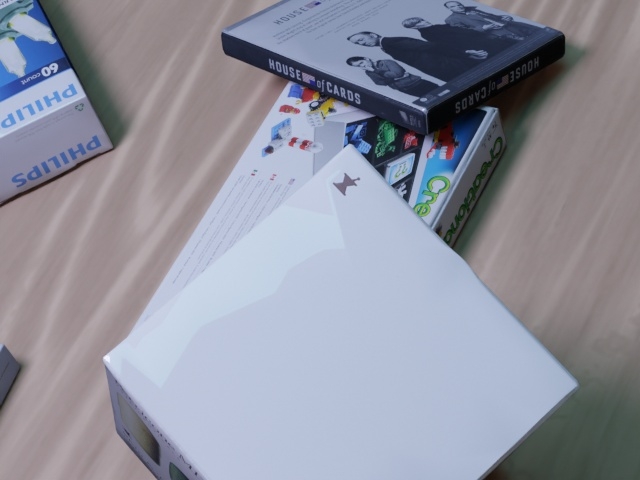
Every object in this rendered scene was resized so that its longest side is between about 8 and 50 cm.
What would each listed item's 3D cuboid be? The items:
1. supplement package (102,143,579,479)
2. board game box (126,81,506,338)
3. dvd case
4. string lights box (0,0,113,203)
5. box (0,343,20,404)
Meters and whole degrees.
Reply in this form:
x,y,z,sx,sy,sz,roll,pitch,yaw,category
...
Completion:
x,y,z,sx,sy,sz,roll,pitch,yaw,category
0.001,0.108,1.032,0.198,0.263,0.199,-41,82,-15,supplement package
0.000,0.000,1.297,0.193,0.053,0.305,15,59,27,board game box
0.060,-0.169,1.382,0.238,0.029,0.179,26,43,38,dvd case
-0.303,-0.158,1.511,0.133,0.077,0.260,-28,49,-6,string lights box
-0.358,0.139,1.318,0.186,0.038,0.145,7,55,25,box
